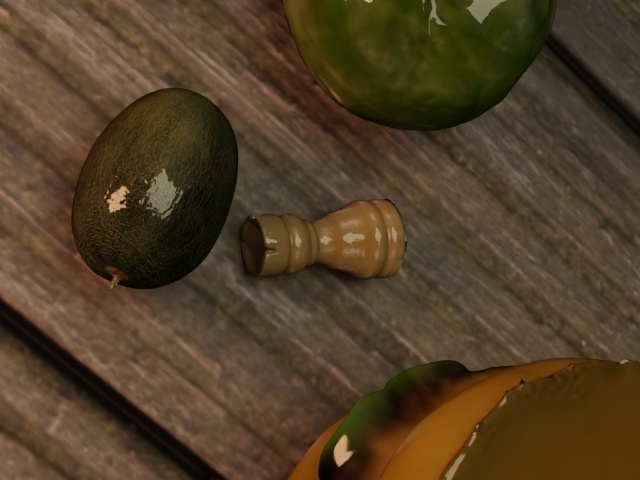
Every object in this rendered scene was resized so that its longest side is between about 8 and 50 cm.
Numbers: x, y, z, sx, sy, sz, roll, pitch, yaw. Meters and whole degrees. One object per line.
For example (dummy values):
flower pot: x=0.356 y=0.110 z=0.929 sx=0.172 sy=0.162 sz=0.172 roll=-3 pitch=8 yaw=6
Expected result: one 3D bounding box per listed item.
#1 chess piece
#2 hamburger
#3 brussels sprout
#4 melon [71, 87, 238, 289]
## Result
chess piece: x=0.000 y=0.000 z=1.387 sx=0.122 sy=0.066 sz=0.066 roll=-2 pitch=80 yaw=-25
hamburger: x=0.145 y=0.263 z=1.279 sx=0.396 sy=0.277 sz=0.395 roll=6 pitch=79 yaw=-29
brussels sprout: x=0.080 y=-0.207 z=1.402 sx=0.244 sy=0.244 sz=0.244 roll=8 pitch=75 yaw=-29
melon: x=-0.122 y=-0.034 z=1.288 sx=0.114 sy=0.114 sz=0.167 roll=31 pitch=62 yaw=-21
